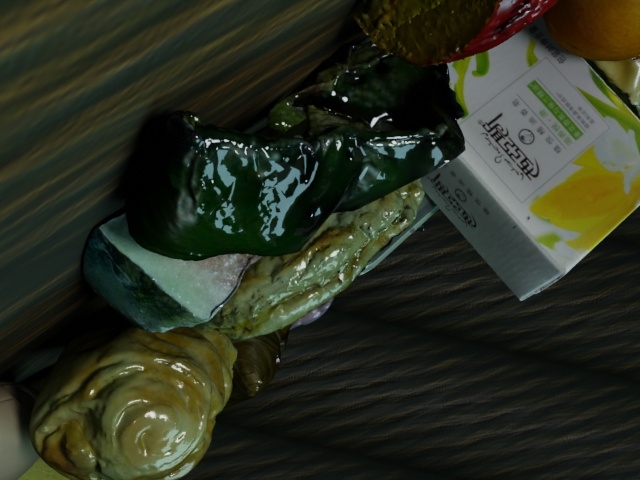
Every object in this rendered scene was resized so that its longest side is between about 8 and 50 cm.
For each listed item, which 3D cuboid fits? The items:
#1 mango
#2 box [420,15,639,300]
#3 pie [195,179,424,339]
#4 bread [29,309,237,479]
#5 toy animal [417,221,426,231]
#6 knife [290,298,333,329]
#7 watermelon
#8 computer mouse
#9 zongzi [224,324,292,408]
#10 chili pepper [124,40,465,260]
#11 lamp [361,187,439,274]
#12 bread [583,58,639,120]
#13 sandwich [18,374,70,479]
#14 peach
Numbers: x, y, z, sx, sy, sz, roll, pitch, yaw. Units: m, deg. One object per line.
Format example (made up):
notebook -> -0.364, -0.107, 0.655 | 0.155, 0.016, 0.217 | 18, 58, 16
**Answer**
mango -> 0.286, -0.265, 0.800 | 0.187, 0.138, 0.257 | -28, 164, 5
box -> 0.206, -0.101, 0.941 | 0.194, 0.260, 0.111 | -39, 176, -22
pie -> -0.015, -0.002, 0.802 | 0.248, 0.090, 0.201 | -38, -152, -13
bread -> -0.154, 0.125, 0.775 | 0.152, 0.130, 0.267 | -10, -174, 0
toy animal -> 0.160, -0.123, 1.154 | 0.146, 0.114, 0.245 | -38, -143, 50
knife -> -0.133, 0.136, 1.313 | 0.399, 0.038, 0.132 | -25, -158, 31
watermelon -> -0.067, -0.020, 0.711 | 0.241, 0.094, 0.154 | -41, -177, -26
computer mouse -> -0.290, 0.177, 0.729 | 0.145, 0.082, 0.236 | -40, 174, -8
zongzi -> -0.158, 0.177, 1.085 | 0.286, 0.134, 0.288 | -42, -163, 11
chili pepper -> -0.002, -0.055, 0.606 | 0.264, 0.116, 0.148 | -35, 176, -41
lamp -> 0.000, 0.000, 1.022 | 0.269, 0.047, 0.266 | -19, -169, 37
bread -> 0.364, -0.261, 1.015 | 0.252, 0.196, 0.238 | -46, -163, -5
sandwich -> -0.258, 0.219, 0.956 | 0.162, 0.058, 0.193 | -41, 139, 23
peach -> 0.099, -0.164, 0.541 | 0.172, 0.092, 0.127 | -46, 175, 36
